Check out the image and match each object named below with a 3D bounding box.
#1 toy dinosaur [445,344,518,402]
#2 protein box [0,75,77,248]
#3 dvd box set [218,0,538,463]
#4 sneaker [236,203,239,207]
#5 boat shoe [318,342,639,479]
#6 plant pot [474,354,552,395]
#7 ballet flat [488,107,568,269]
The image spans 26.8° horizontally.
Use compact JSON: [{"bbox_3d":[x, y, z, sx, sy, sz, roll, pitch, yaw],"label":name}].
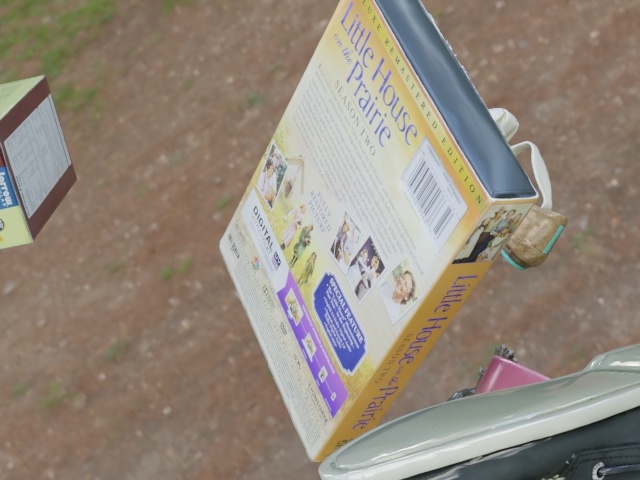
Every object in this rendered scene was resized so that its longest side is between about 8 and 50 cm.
[{"bbox_3d":[0.188,0.231,1.674,0.160,0.121,0.313,-40,8,-34],"label":"toy dinosaur"},{"bbox_3d":[-0.404,-0.076,1.495,0.199,0.136,0.201,-11,20,9],"label":"protein box"},{"bbox_3d":[0.035,-0.016,1.361,0.308,0.062,0.420,63,142,32],"label":"dvd box set"},{"bbox_3d":[0.000,0.000,1.737,0.124,0.321,0.180,-41,63,-10],"label":"sneaker"},{"bbox_3d":[0.158,0.143,0.847,0.340,0.113,0.127,-12,4,-35],"label":"boat shoe"},{"bbox_3d":[0.230,0.239,1.378,0.201,0.201,0.180,19,82,61],"label":"plant pot"},{"bbox_3d":[0.255,-0.113,1.960,0.124,0.116,0.342,-44,51,20],"label":"ballet flat"}]
